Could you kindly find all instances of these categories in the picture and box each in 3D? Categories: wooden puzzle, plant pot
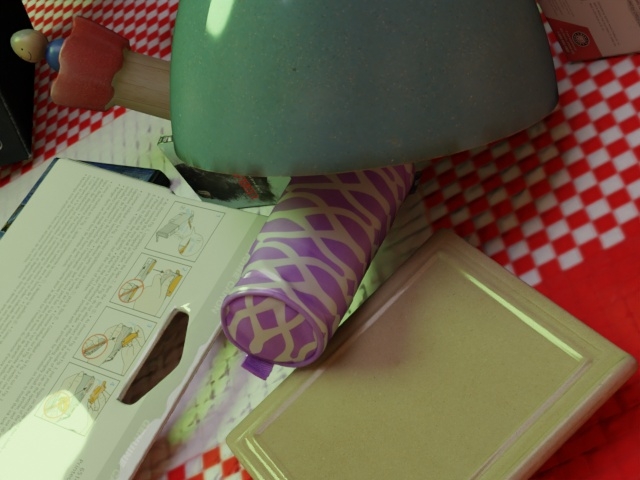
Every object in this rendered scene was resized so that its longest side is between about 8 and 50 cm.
[{"bbox_3d":[0.064,0.112,0.797,0.221,0.044,0.239,-44,32,-5],"label":"wooden puzzle"},{"bbox_3d":[0.020,-0.182,0.894,0.290,0.195,0.290,-8,19,3],"label":"plant pot"}]

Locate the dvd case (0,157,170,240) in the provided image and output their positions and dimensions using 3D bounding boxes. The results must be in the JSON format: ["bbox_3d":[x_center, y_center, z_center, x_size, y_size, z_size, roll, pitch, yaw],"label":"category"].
[{"bbox_3d":[-0.269,0.027,1.169,0.180,0.022,0.253,9,59,43],"label":"dvd case"}]

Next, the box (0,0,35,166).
[{"bbox_3d":[-0.608,-0.278,1.287,0.472,0.480,0.297,-16,39,2],"label":"box"}]

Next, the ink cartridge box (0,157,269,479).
[{"bbox_3d":[-0.191,0.085,1.011,0.261,0.066,0.296,16,63,31],"label":"ink cartridge box"}]

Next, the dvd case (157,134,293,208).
[{"bbox_3d":[-0.071,-0.062,1.040,0.119,0.087,0.013,-5,46,35],"label":"dvd case"}]

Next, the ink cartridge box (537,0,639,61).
[{"bbox_3d":[0.234,-0.193,0.907,0.135,0.099,0.056,-3,50,37],"label":"ink cartridge box"}]

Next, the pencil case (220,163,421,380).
[{"bbox_3d":[0.000,0.000,0.900,0.206,0.086,0.088,-58,3,-41],"label":"pencil case"}]

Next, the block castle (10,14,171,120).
[{"bbox_3d":[-0.128,-0.353,1.076,0.303,0.213,0.453,-81,9,-45],"label":"block castle"}]
